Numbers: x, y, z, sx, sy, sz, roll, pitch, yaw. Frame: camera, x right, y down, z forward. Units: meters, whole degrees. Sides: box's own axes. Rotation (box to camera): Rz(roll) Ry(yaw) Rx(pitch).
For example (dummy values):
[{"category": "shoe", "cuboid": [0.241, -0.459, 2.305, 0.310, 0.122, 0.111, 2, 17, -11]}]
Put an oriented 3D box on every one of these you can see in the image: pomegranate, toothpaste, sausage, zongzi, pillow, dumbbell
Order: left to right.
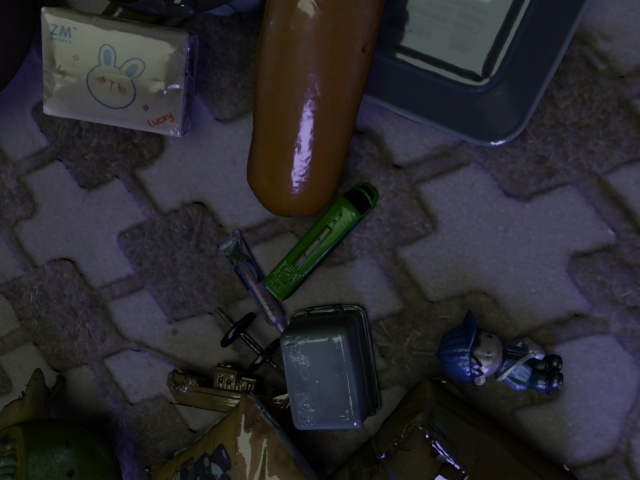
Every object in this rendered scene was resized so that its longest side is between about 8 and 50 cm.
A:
[{"category": "pomegranate", "cuboid": [-0.448, 0.377, 0.801, 0.260, 0.260, 0.340, -24, 59, 17]}, {"category": "dumbbell", "cuboid": [-0.103, 0.152, 0.750, 0.147, 0.069, 0.069, 43, 105, 9]}, {"category": "pillow", "cuboid": [-0.096, 0.400, 0.731, 0.310, 0.119, 0.312, -42, 84, 28]}, {"category": "toothpaste", "cuboid": [-0.099, 0.064, 0.764, 0.045, 0.028, 0.170, -34, 81, 10]}, {"category": "sausage", "cuboid": [-0.011, -0.188, 0.595, 0.134, 0.116, 0.354, 6, 130, -8]}, {"category": "zongzi", "cuboid": [0.159, 0.348, 0.678, 0.260, 0.123, 0.289, 34, 120, 5]}]

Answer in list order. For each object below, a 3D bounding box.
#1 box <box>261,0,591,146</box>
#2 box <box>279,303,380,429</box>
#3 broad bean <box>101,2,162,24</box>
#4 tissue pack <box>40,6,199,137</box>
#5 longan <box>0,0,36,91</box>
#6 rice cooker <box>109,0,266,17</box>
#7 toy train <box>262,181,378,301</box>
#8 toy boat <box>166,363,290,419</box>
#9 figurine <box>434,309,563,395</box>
[{"category": "box", "cuboid": [0.137, -0.338, 0.602, 0.367, 0.090, 0.373, 26, 110, 14]}, {"category": "box", "cuboid": [0.009, 0.182, 0.707, 0.124, 0.093, 0.172, -10, 92, 17]}, {"category": "broad bean", "cuboid": [-0.294, -0.335, 0.772, 0.325, 0.067, 0.075, -42, 57, 18]}, {"category": "tissue pack", "cuboid": [-0.283, -0.239, 0.721, 0.196, 0.092, 0.148, 8, 110, -5]}, {"category": "longan", "cuboid": [-0.606, -0.327, 0.762, 0.350, 0.288, 0.288, -30, 86, 6]}, {"category": "rice cooker", "cuboid": [-0.176, -0.417, 0.544, 0.335, 0.335, 0.325, 22, 108, 14]}, {"category": "toy train", "cuboid": [0.000, 0.000, 0.720, 0.044, 0.042, 0.209, 44, 106, 8]}, {"category": "toy boat", "cuboid": [-0.137, 0.226, 0.775, 0.206, 0.064, 0.072, 3, 77, 14]}, {"category": "figurine", "cuboid": [0.229, 0.151, 0.655, 0.149, 0.086, 0.087, 17, 140, 3]}]
